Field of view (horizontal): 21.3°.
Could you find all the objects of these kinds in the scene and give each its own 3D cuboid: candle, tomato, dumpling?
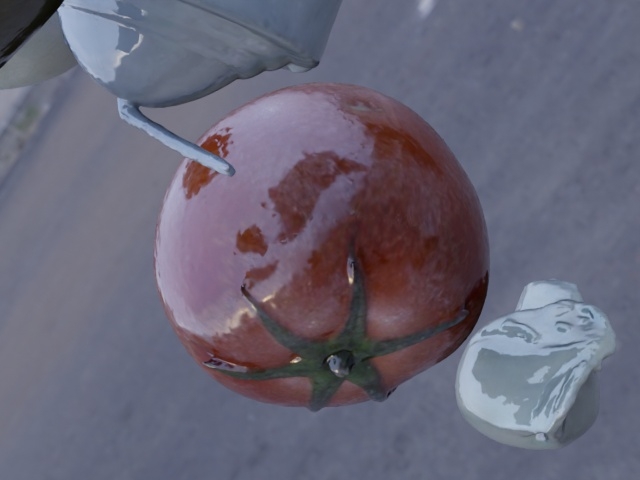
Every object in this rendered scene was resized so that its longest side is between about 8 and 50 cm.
[{"bbox_3d":[-0.069,-0.224,1.043,0.343,0.221,0.221,-68,19,-3],"label":"candle"},{"bbox_3d":[0.000,0.000,1.336,0.265,0.265,0.265,-49,20,24],"label":"tomato"},{"bbox_3d":[0.186,0.104,1.444,0.151,0.124,0.229,-63,15,-5],"label":"dumpling"}]

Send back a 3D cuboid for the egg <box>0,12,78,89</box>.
[{"bbox_3d":[-0.280,-0.201,1.423,0.151,0.209,0.151,-27,55,45],"label":"egg"}]

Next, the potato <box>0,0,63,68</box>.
[{"bbox_3d":[-0.183,-0.143,0.700,0.307,0.173,0.210,-37,29,43],"label":"potato"}]
